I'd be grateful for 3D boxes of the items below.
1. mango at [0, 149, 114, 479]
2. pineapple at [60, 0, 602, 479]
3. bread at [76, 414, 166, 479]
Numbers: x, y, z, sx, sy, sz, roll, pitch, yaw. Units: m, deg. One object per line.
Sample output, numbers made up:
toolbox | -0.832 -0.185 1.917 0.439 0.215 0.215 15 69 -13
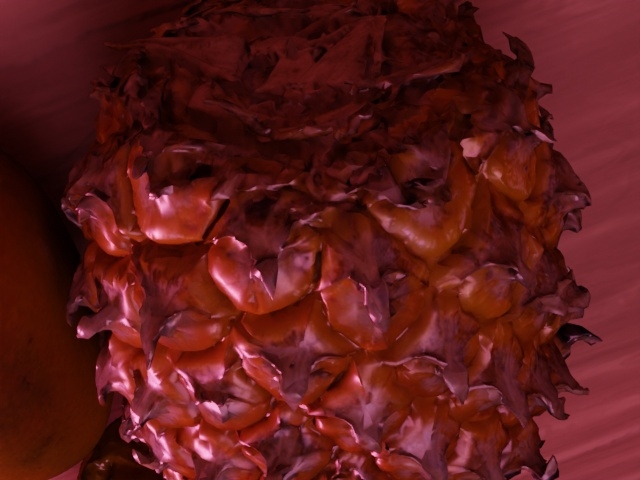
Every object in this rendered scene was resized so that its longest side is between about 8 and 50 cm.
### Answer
mango | -0.230 0.053 1.105 0.173 0.211 0.317 -22 149 8
pineapple | 0.003 0.000 1.044 0.352 0.352 0.300 -12 128 -5
bread | -0.119 0.262 1.369 0.176 0.195 0.246 -9 138 -14
